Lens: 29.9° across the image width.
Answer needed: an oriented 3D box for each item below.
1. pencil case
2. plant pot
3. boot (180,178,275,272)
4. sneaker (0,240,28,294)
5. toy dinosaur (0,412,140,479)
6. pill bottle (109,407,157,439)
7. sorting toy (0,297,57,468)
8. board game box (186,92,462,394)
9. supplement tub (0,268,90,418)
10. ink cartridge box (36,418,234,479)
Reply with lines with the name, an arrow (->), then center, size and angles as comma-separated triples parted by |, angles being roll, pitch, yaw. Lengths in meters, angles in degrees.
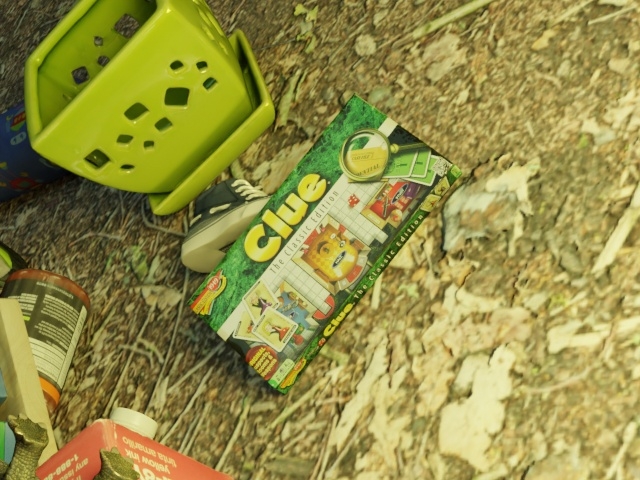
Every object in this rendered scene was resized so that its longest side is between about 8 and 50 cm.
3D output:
pencil case -> -0.425, -0.139, 1.713 | 0.306, 0.119, 0.133 | -20, 75, 39
plant pot -> -0.191, -0.178, 1.391 | 0.227, 0.207, 0.228 | -43, 35, 15
boot -> -0.075, -0.034, 1.241 | 0.190, 0.069, 0.086 | -21, 50, 40
sneaker -> -0.432, 0.108, 1.531 | 0.121, 0.111, 0.300 | -55, 26, 15
toy dinosaur -> -0.196, 0.223, 0.783 | 0.160, 0.121, 0.313 | -50, 47, 17
pill bottle -> -0.200, 0.224, 1.159 | 0.065, 0.065, 0.116 | -9, 52, 46
sorting toy -> -0.371, 0.232, 1.213 | 0.257, 0.089, 0.255 | -49, 50, 34
board game box -> 0.000, 0.000, 1.112 | 0.136, 0.030, 0.259 | 39, 92, 34
supplement tub -> -0.339, 0.138, 1.370 | 0.106, 0.106, 0.198 | -18, 46, 40
ink cartridge box -> -0.160, 0.366, 0.832 | 0.279, 0.160, 0.384 | -39, 44, 13
